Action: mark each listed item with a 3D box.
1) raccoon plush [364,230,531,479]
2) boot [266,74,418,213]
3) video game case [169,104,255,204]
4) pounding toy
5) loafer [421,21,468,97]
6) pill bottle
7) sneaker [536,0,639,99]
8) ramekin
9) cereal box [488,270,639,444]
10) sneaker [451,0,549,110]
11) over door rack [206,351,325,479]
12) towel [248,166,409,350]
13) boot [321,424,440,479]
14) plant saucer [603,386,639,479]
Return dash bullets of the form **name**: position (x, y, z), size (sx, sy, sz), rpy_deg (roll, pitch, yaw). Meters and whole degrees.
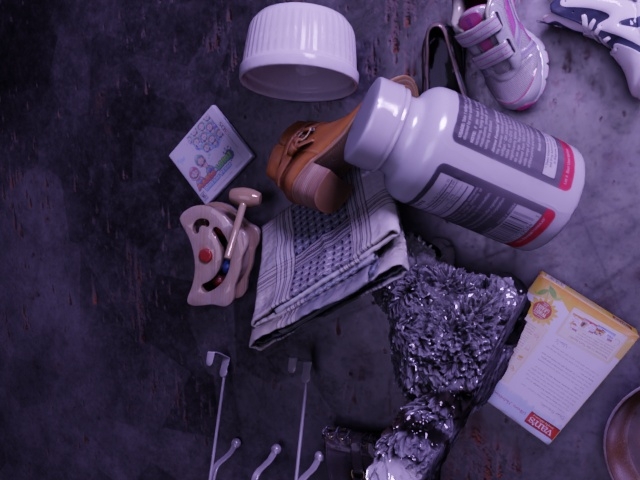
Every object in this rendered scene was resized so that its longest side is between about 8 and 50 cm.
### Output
- **raccoon plush**: position (0.111, 0.133, 0.805), size (0.299, 0.446, 0.216), rpy_deg (24, 126, 30)
- **boot**: position (0.028, -0.185, 0.956), size (0.283, 0.109, 0.220), rpy_deg (-56, 35, 2)
- **video game case**: position (-0.231, -0.178, 1.121), size (0.157, 0.019, 0.143), rpy_deg (-42, 80, 22)
- **pounding toy**: position (-0.220, 0.011, 1.062), size (0.154, 0.155, 0.269), rpy_deg (19, 104, 12)
- **loafer**: position (0.206, -0.227, 0.891), size (0.096, 0.084, 0.267), rpy_deg (-7, 94, 24)
- **pill bottle**: position (0.204, -0.118, 0.791), size (0.319, 0.176, 0.176), rpy_deg (21, 107, -10)
- **sneaker**: position (0.408, -0.314, 0.792), size (0.153, 0.094, 0.234), rpy_deg (-8, 97, 28)
- **ramekin**: position (-0.034, -0.322, 0.923), size (0.207, 0.207, 0.109), rpy_deg (3, 89, 23)
- **cereal box**: position (0.376, 0.196, 0.893), size (0.173, 0.047, 0.240), rpy_deg (36, 110, 17)
- **sneaker**: position (0.262, -0.318, 0.827), size (0.103, 0.111, 0.252), rpy_deg (-27, 81, 51)
- **over door rack**: position (-0.116, 0.394, 1.098), size (0.240, 0.108, 0.324), rpy_deg (-5, 81, 30)
- **towel**: position (0.000, 0.000, 0.911), size (0.312, 0.324, 0.056), rpy_deg (-31, 125, 24)
- **boot**: position (0.108, 0.385, 1.010), size (0.229, 0.091, 0.262), rpy_deg (3, 100, 22)
- **plant saucer**: position (0.594, 0.329, 0.785), size (0.311, 0.050, 0.310), rpy_deg (13, 113, 33)
